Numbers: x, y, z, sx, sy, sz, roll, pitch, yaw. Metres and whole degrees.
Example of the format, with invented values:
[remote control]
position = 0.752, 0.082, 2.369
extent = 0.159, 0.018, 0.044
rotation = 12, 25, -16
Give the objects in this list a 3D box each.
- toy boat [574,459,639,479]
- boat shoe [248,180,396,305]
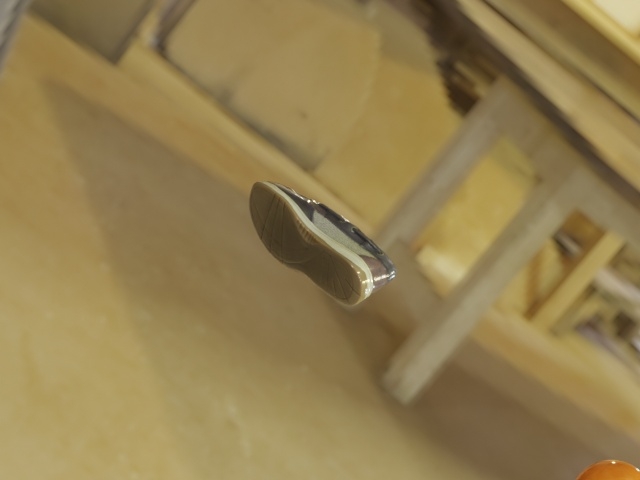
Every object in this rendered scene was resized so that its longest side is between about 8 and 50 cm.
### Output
[toy boat]
position = 0.204, 0.224, 1.323
extent = 0.151, 0.231, 0.151
rotation = -30, 113, -61
[boat shoe]
position = 0.000, 0.000, 1.507
extent = 0.049, 0.056, 0.152
rotation = -14, 42, -35
